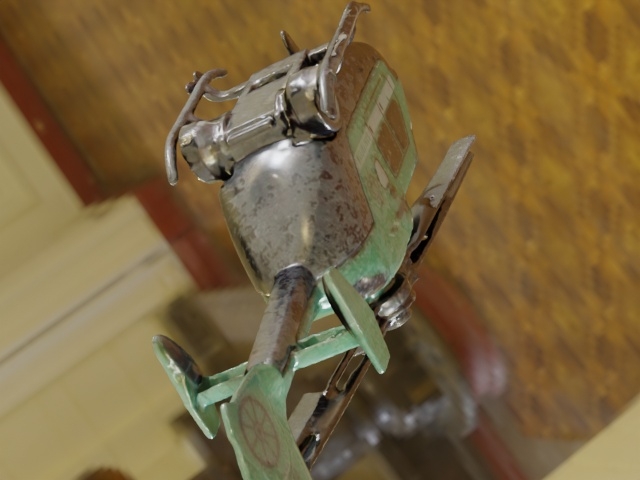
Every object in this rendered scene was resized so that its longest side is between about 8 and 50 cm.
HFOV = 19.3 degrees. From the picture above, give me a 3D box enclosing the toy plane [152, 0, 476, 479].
[{"bbox_3d":[0.000,0.000,0.922,0.155,0.106,0.382,58,-158,-20],"label":"toy plane"}]
